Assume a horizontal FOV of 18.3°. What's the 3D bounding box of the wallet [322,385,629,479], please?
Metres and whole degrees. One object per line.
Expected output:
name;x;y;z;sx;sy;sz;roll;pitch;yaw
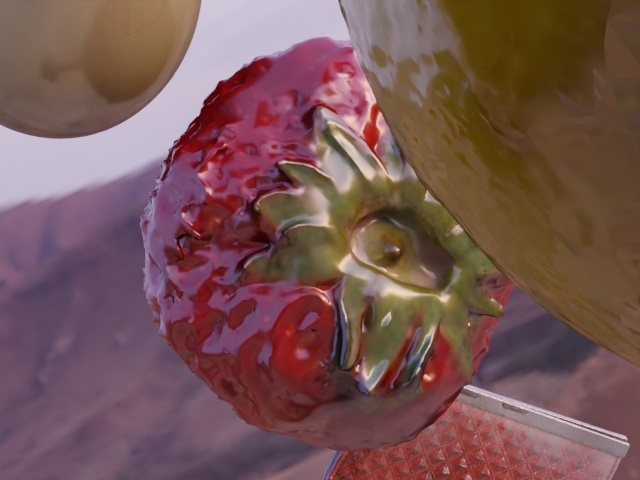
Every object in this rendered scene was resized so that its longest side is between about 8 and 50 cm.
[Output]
wallet;0.109;0.153;1.377;0.103;0.196;0.020;-66;20;14

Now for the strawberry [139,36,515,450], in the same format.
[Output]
strawberry;0.000;0.000;1.246;0.257;0.257;0.277;-26;4;-17

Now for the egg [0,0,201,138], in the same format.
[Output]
egg;-0.166;-0.175;1.254;0.186;0.186;0.241;-26;-37;-31

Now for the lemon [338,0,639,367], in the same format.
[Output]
lemon;0.136;-0.105;0.502;0.297;0.297;0.297;-26;1;1
